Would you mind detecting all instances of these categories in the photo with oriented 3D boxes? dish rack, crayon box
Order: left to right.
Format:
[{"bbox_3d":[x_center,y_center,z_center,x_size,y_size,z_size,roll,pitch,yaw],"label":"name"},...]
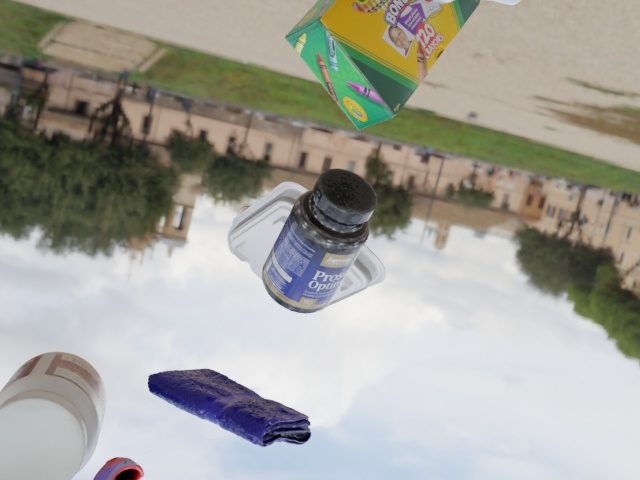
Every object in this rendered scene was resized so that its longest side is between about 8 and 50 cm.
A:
[{"bbox_3d":[-0.047,0.037,1.972,0.285,0.072,0.333,44,149,-11],"label":"dish rack"},{"bbox_3d":[0.093,-0.306,1.311,0.165,0.278,0.081,49,146,-20],"label":"crayon box"}]

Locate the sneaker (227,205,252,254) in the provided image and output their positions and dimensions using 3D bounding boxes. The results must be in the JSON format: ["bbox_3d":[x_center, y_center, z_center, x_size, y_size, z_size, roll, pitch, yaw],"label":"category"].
[{"bbox_3d":[-0.188,-0.006,2.308,0.057,0.161,0.075,8,-137,-19],"label":"sneaker"}]

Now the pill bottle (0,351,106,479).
[{"bbox_3d":[-0.559,0.369,1.939,0.224,0.224,0.392,13,-178,-10],"label":"pill bottle"}]

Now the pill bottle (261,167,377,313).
[{"bbox_3d":[0.000,0.000,1.435,0.123,0.219,0.122,15,-137,-15],"label":"pill bottle"}]

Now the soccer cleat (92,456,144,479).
[{"bbox_3d":[-0.421,0.508,1.755,0.095,0.248,0.083,-8,128,50],"label":"soccer cleat"}]

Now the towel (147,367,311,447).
[{"bbox_3d":[-0.186,0.342,1.996,0.308,0.076,0.228,19,178,27],"label":"towel"}]

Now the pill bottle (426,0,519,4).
[{"bbox_3d":[0.105,-0.390,1.147,0.319,0.176,0.176,13,-173,-9],"label":"pill bottle"}]
